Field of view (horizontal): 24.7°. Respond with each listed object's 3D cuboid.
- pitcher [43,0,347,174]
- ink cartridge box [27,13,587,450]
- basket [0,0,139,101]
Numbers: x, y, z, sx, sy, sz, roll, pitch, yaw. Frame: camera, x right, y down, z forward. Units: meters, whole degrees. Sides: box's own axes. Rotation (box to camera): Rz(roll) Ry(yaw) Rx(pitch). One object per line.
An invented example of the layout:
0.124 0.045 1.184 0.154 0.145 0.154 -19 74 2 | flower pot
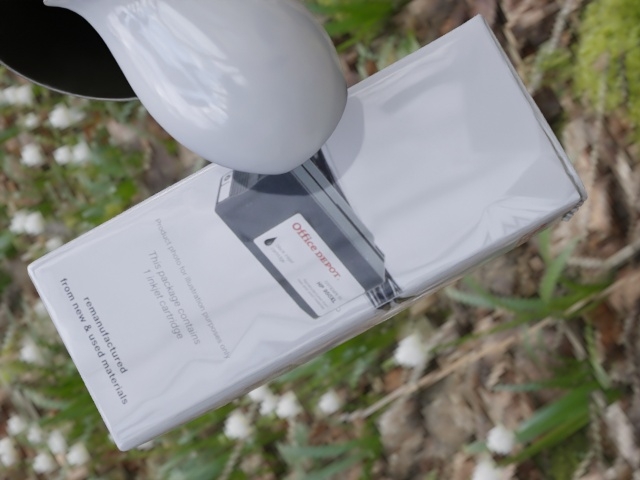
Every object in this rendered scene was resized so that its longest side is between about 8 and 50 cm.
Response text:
-0.086 -0.149 0.987 0.207 0.125 0.178 38 -162 -28 | pitcher
0.000 0.000 1.203 0.166 0.395 0.285 62 -177 5 | ink cartridge box
-0.158 -0.240 1.191 0.227 0.204 0.154 -75 -12 -50 | basket
